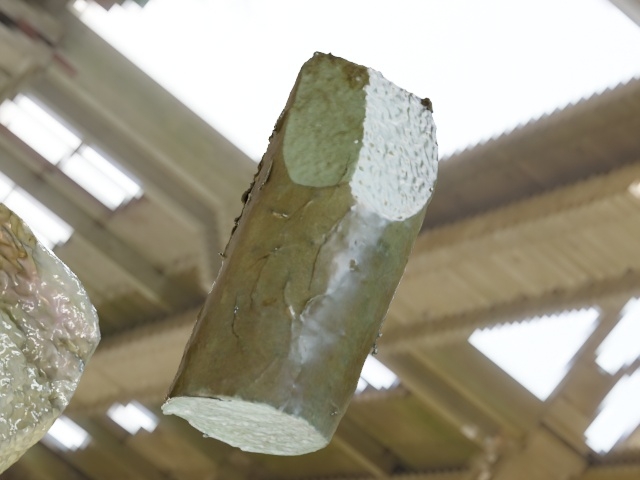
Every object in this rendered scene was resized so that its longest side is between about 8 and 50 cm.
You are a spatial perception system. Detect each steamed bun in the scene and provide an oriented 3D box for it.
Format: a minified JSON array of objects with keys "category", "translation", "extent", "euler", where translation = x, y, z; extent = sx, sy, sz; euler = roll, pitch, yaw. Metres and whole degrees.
[{"category":"steamed bun","translation":[-0.244,0.036,1.192],"extent":[0.170,0.225,0.200],"euler":[-41,175,12]}]

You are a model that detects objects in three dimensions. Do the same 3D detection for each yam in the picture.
[{"category":"yam","translation":[0.000,0.000,1.140],"extent":[0.106,0.106,0.259],"euler":[-30,-145,60]}]
